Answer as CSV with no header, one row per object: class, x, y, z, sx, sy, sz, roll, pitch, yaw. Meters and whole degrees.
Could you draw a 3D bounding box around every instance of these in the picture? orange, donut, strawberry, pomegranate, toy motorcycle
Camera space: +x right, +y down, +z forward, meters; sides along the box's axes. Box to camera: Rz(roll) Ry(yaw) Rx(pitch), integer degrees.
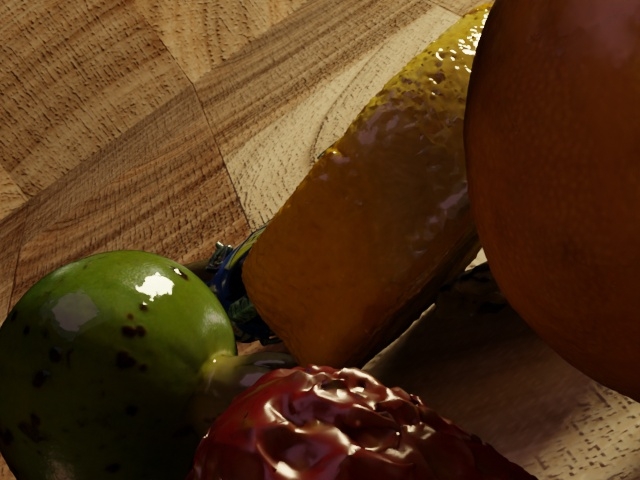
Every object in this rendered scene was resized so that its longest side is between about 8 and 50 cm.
orange,0.187,-0.047,0.776,0.261,0.261,0.261,-33,16,11
donut,0.065,-0.036,1.068,0.303,0.110,0.303,-47,-6,-7
strawberry,0.006,0.147,0.754,0.234,0.178,0.234,-33,9,6
pomegranate,-0.119,0.106,1.150,0.248,0.202,0.202,8,36,22
toy motorcycle,0.000,0.000,1.315,0.169,0.113,0.315,-35,3,41

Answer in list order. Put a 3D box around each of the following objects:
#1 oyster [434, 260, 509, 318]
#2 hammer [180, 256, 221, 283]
oyster,0.177,-0.023,1.060,0.214,0.083,0.223,-36,-5,-34
hammer,-0.127,0.034,1.540,0.111,0.043,0.365,-28,8,-35
